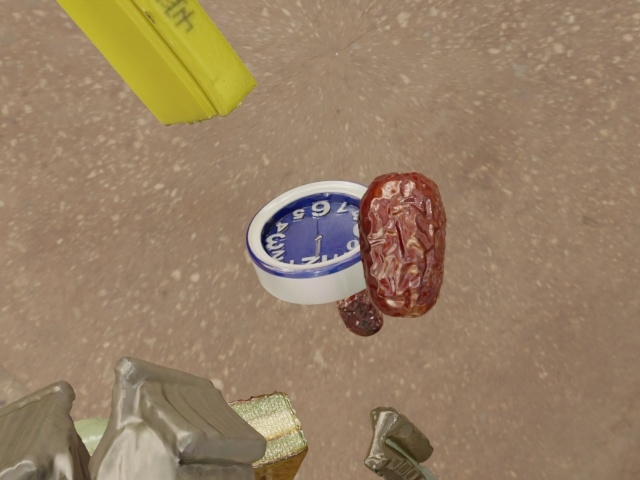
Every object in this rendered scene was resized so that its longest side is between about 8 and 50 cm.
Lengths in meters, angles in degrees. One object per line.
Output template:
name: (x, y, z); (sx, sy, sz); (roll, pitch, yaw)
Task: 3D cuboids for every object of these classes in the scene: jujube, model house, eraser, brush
jujube: (0.097, 0.005, 1.007); (0.112, 0.109, 0.176); (-2, 92, -30)
model house: (-0.124, 0.163, 0.450); (0.229, 0.122, 0.188); (-25, 69, 16)
eraser: (-0.191, -0.233, 0.956); (0.226, 0.158, 0.069); (51, 62, -30)
jujube: (0.073, 0.136, 1.627); (0.077, 0.077, 0.129); (-27, 133, 7)
brush: (0.135, 0.324, 1.183); (0.071, 0.084, 0.301); (-2, 148, 30)

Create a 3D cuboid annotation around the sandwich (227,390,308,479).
sandwich: (-0.094, 0.245, 0.919); (0.114, 0.079, 0.163); (-8, 145, -26)

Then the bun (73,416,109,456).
bun: (-0.233, 0.288, 0.894); (0.221, 0.108, 0.221); (-5, 99, -29)

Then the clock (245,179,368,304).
clock: (0.000, 0.000, 1.337); (0.231, 0.230, 0.083); (-11, 130, 4)
